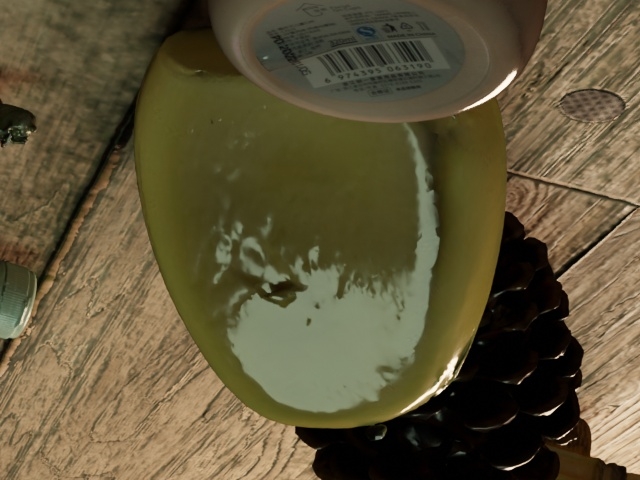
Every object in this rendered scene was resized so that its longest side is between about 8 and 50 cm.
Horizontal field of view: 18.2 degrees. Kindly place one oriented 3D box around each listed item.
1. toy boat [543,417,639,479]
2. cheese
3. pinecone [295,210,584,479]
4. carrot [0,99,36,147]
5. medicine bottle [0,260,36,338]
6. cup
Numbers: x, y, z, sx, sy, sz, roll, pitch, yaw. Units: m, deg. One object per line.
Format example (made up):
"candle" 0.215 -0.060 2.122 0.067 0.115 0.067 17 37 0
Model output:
"toy boat" 0.179 0.202 1.927 0.310 0.115 0.089 22 161 -22
"cheese" 0.000 0.000 1.390 0.260 0.128 0.315 7 122 19
"pinecone" 0.091 0.090 1.581 0.246 0.246 0.292 3 136 7
"carrot" -0.369 -0.093 1.500 0.336 0.069 0.069 3 155 15
"medicine bottle" -0.363 0.026 1.725 0.229 0.083 0.121 16 150 -21
"cup" 0.003 -0.187 1.052 0.253 0.200 0.191 8 155 -2
